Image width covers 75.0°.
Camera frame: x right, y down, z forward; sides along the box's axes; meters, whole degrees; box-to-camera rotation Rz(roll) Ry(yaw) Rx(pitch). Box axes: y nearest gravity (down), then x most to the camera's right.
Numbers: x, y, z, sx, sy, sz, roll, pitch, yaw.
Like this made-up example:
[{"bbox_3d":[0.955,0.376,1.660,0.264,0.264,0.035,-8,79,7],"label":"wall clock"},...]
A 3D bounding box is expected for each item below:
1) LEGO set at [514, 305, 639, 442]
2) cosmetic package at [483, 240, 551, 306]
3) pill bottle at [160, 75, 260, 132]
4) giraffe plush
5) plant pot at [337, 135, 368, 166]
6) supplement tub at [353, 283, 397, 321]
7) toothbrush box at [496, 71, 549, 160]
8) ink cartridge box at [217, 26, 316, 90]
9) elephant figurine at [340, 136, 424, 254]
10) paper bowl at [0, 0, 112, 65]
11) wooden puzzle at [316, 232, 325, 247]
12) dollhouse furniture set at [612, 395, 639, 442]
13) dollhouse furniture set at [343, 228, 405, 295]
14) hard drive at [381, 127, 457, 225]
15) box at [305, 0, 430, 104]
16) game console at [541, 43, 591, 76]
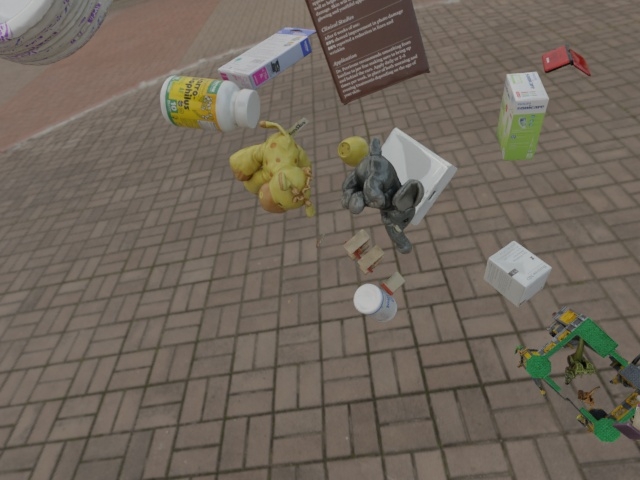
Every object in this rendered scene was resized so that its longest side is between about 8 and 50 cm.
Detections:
[{"bbox_3d":[0.694,0.338,1.117,0.331,0.192,0.255,36,98,9],"label":"LEGO set"},{"bbox_3d":[0.789,0.134,1.686,0.151,0.151,0.183,-32,51,-15],"label":"cosmetic package"},{"bbox_3d":[-0.254,-0.318,0.981,0.208,0.117,0.117,10,46,11],"label":"pill bottle"},{"bbox_3d":[-0.076,-0.127,0.872,0.181,0.210,0.170,10,50,-35],"label":"giraffe plush"},{"bbox_3d":[0.128,-0.390,1.816,0.134,0.134,0.095,20,16,34],"label":"plant pot"},{"bbox_3d":[0.129,0.147,0.974,0.071,0.107,0.071,-13,64,27],"label":"supplement tub"},{"bbox_3d":[0.809,-0.499,1.693,0.122,0.283,0.206,0,49,11],"label":"toothbrush box"},{"bbox_3d":[-0.166,-0.610,1.386,0.311,0.065,0.186,-44,47,-19],"label":"ink cartridge box"},{"bbox_3d":[0.182,-0.104,1.074,0.186,0.239,0.169,-45,35,37],"label":"elephant figurine"},{"bbox_3d":[-0.425,-0.401,0.601,0.284,0.284,0.148,-4,4,13],"label":"paper bowl"},{"bbox_3d":[0.000,0.000,1.541,0.049,0.006,0.083,-54,8,15],"label":"wooden puzzle"},{"bbox_3d":[0.616,0.324,0.748,0.091,0.114,0.081,38,62,5],"label":"dollhouse furniture set"},{"bbox_3d":[0.178,0.101,1.544,0.135,0.262,0.259,-41,80,-1],"label":"dollhouse furniture set"},{"bbox_3d":[0.268,-0.210,1.315,0.203,0.040,0.307,-57,38,19],"label":"hard drive"},{"bbox_3d":[0.069,-0.490,0.824,0.191,0.381,0.143,-16,22,16],"label":"box"},{"bbox_3d":[0.844,-0.604,1.439,0.124,0.085,0.144,-15,36,34],"label":"game console"}]
